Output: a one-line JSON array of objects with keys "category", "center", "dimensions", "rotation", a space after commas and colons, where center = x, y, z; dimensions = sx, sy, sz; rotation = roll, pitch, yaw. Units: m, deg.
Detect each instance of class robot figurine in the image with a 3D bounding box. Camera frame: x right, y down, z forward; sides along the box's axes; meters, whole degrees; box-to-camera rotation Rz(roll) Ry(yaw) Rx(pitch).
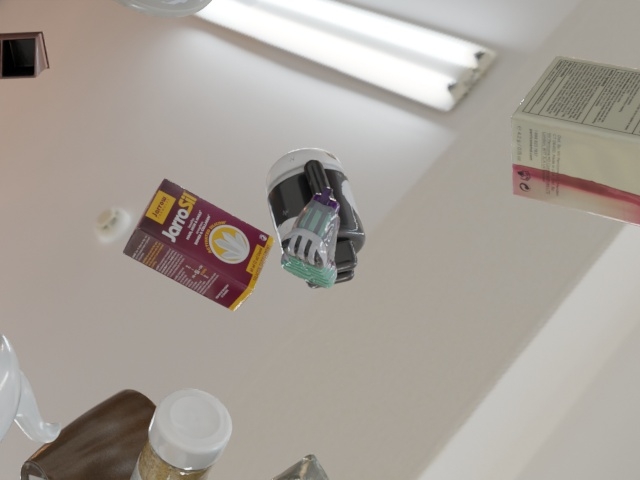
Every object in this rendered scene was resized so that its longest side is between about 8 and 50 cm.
[{"category": "robot figurine", "center": [-0.008, -0.049, 1.717], "dimensions": [0.209, 0.174, 0.278], "rotation": [-36, -120, 36]}]

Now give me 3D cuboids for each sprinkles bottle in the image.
[{"category": "sprinkles bottle", "center": [-0.250, 0.394, 1.405], "dimensions": [0.121, 0.121, 0.355], "rotation": [-109, -145, -44]}]

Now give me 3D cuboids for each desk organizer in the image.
[{"category": "desk organizer", "center": [-0.400, -0.220, 1.041], "dimensions": [0.130, 0.047, 0.050], "rotation": [-2, -154, 2]}]

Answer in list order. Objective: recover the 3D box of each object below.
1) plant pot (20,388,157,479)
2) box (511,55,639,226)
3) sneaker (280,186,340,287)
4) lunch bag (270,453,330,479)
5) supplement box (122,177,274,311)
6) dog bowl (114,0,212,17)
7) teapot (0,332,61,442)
[{"category": "plant pot", "center": [-0.421, 0.414, 1.600], "dimensions": [0.215, 0.215, 0.230], "rotation": [15, -159, 38]}, {"category": "box", "center": [0.362, -0.115, 1.031], "dimensions": [0.232, 0.126, 0.148], "rotation": [18, -130, 29]}, {"category": "sneaker", "center": [0.000, 0.000, 1.185], "dimensions": [0.083, 0.223, 0.098], "rotation": [25, -102, 3]}, {"category": "lunch bag", "center": [-0.101, 0.491, 1.297], "dimensions": [0.287, 0.235, 0.169], "rotation": [-39, -92, 15]}, {"category": "supplement box", "center": [-0.177, 0.007, 1.269], "dimensions": [0.081, 0.188, 0.104], "rotation": [-46, -161, 50]}, {"category": "dog bowl", "center": [-0.251, -0.507, 1.269], "dimensions": [0.102, 0.349, 0.348], "rotation": [-25, -139, 43]}, {"category": "teapot", "center": [-0.479, 0.219, 1.028], "dimensions": [0.256, 0.187, 0.252], "rotation": [0, -167, 5]}]
